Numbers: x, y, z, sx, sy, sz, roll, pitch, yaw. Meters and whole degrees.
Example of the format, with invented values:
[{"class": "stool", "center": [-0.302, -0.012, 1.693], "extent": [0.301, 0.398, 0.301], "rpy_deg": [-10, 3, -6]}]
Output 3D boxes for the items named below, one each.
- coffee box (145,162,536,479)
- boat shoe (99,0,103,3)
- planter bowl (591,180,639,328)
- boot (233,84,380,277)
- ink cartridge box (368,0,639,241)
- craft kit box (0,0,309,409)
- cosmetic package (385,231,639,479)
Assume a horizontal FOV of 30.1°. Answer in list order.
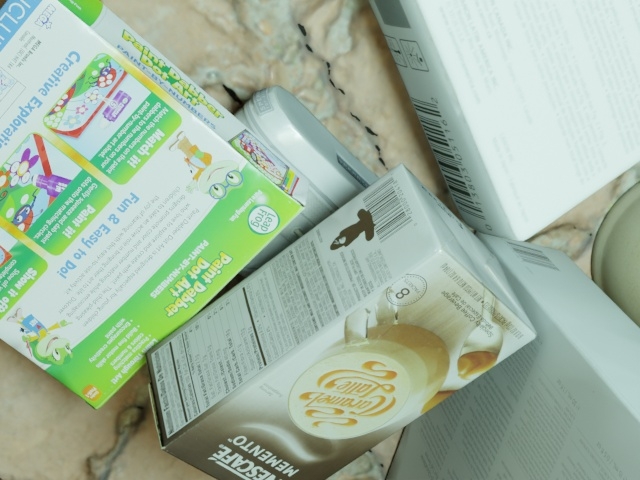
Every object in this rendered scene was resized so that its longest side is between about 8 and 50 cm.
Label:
[{"class": "coffee box", "center": [0.011, 0.078, 0.873], "extent": [0.246, 0.098, 0.141], "rpy_deg": [-37, 132, 16]}, {"class": "boat shoe", "center": [-0.179, -0.151, 0.874], "extent": [0.050, 0.045, 0.135], "rpy_deg": [-2, 116, -3]}, {"class": "planter bowl", "center": [0.328, 0.028, 1.020], "extent": [0.162, 0.109, 0.162], "rpy_deg": [-4, 112, -10]}, {"class": "boot", "center": [0.000, 0.000, 0.960], "extent": [0.123, 0.095, 0.258], "rpy_deg": [-38, 112, 18]}, {"class": "ink cartridge box", "center": [0.223, -0.228, 0.930], "extent": [0.385, 0.091, 0.308], "rpy_deg": [-34, 115, -16]}, {"class": "craft kit box", "center": [-0.180, -0.031, 0.872], "extent": [0.246, 0.061, 0.250], "rpy_deg": [42, 113, -13]}, {"class": "cosmetic package", "center": [0.166, 0.194, 0.904], "extent": [0.097, 0.377, 0.285], "rpy_deg": [15, 108, -16]}]
